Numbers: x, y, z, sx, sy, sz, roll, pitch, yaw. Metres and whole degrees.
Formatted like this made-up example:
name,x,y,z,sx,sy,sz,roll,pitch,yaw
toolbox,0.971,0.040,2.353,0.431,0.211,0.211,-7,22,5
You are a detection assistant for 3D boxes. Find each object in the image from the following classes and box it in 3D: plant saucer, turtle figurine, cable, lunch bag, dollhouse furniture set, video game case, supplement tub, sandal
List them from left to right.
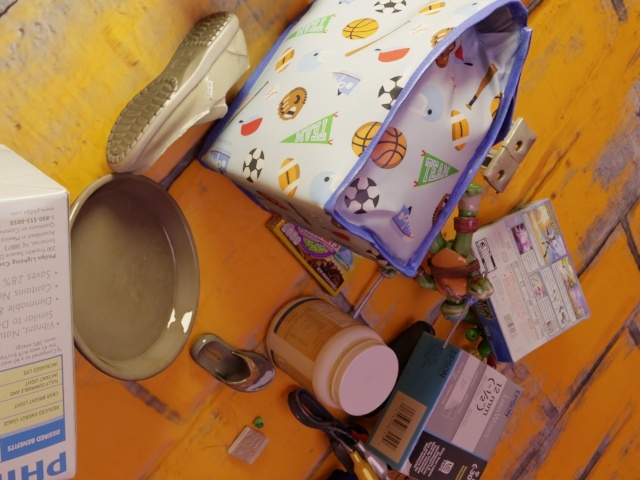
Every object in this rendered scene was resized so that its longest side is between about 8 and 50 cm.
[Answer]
name,x,y,z,sx,sy,sz,roll,pitch,yaw
plant saucer,-0.257,0.048,1.023,0.278,0.041,0.277,19,68,-60
sandal,-0.139,0.209,1.258,0.180,0.049,0.072,38,83,-42
supplement tub,0.018,0.190,1.274,0.144,0.200,0.144,-16,118,-33
cable,0.045,0.354,1.436,0.072,0.139,0.287,-23,117,22
lunch bag,0.074,-0.187,1.075,0.239,0.328,0.385,37,81,-45
turtle figurine,0.207,0.038,1.359,0.275,0.198,0.266,-9,103,-26
dollhouse furniture set,0.265,-0.192,1.359,0.184,0.129,0.128,35,85,-43
video game case,0.413,0.079,1.566,0.244,0.061,0.269,-22,93,-29

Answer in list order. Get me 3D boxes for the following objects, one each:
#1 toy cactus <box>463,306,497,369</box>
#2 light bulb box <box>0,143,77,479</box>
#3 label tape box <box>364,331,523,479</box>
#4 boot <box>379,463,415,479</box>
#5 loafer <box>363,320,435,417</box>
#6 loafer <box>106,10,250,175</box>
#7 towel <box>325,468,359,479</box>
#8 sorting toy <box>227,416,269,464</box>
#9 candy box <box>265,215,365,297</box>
name,x,y,z,sx,sy,sz,roll,pitch,yaw
toy cactus,0.376,0.183,1.637,0.181,0.112,0.218,-8,103,-48
light bulb box,-0.476,0.106,0.826,0.358,0.225,0.360,-10,115,-36
label tape box,0.278,0.362,1.497,0.348,0.115,0.249,33,82,-36
boot,0.218,0.423,1.614,0.220,0.109,0.283,28,97,-38
loafer,0.138,0.243,1.476,0.223,0.076,0.078,-49,140,-7
loafer,-0.177,-0.184,1.022,0.268,0.102,0.092,-54,130,-13
towel,-0.032,0.602,1.500,0.308,0.076,0.227,-33,133,-25
sorting toy,-0.120,0.352,1.358,0.083,0.012,0.062,-52,127,-5
candy box,0.000,0.000,1.297,0.105,0.027,0.206,-52,132,-13
